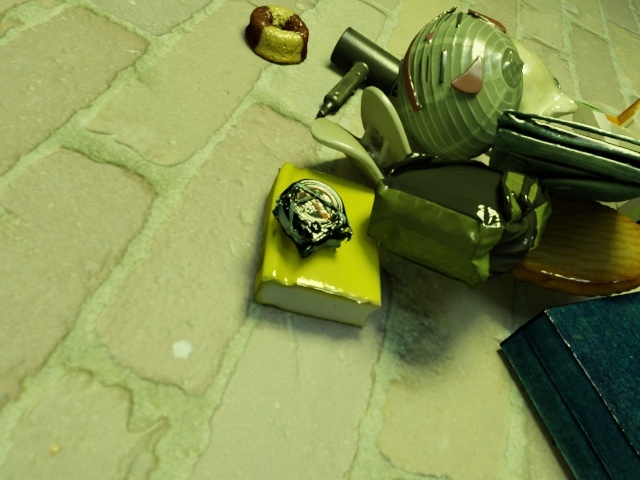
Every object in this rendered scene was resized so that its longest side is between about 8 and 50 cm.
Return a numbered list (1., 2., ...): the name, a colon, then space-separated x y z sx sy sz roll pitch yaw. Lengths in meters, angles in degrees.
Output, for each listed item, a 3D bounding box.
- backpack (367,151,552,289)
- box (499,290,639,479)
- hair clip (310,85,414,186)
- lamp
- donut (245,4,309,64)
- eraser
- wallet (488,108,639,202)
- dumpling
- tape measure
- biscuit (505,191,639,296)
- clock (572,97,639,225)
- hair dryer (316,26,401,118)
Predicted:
1. backpack: 0.201 -0.043 0.690 0.207 0.140 0.253 26 31 34
2. box: 0.434 0.212 0.689 0.279 0.116 0.261 -4 53 -27
3. hair clip: 0.102 -0.136 0.805 0.282 0.113 0.172 32 16 -52
4. lamp: 0.254 -0.280 0.914 0.233 0.233 0.265 15 73 -13
5. donut: -0.083 -0.414 1.005 0.140 0.059 0.140 10 49 -12
6. eraser: 0.000 0.000 0.696 0.158 0.069 0.226 16 48 -16
7. wallet: 0.380 -0.108 0.778 0.237 0.075 0.342 19 6 16
8. dumpling: 0.372 -0.312 1.089 0.243 0.187 0.318 -38 61 0
9. tape measure: -0.008 -0.031 0.633 0.091 0.054 0.094 -16 67 -34
10. biscuit: 0.374 -0.013 0.825 0.318 0.040 0.318 3 32 -2
11. clock: 0.664 -0.169 1.076 0.235 0.166 0.309 9 58 -18
12. hair dryer: 0.078 -0.290 0.980 0.195 0.078 0.248 34 57 3
